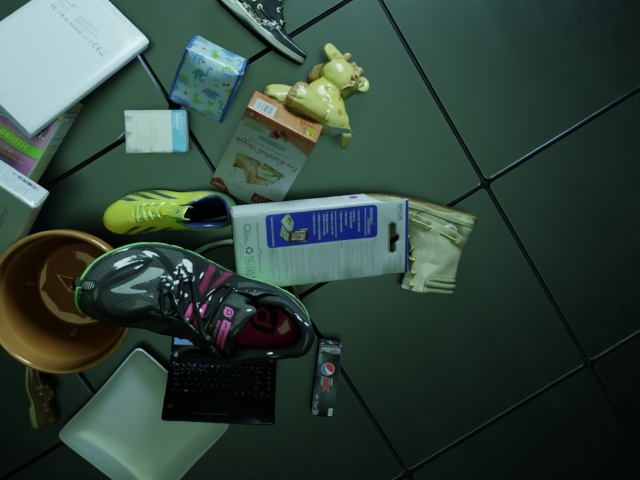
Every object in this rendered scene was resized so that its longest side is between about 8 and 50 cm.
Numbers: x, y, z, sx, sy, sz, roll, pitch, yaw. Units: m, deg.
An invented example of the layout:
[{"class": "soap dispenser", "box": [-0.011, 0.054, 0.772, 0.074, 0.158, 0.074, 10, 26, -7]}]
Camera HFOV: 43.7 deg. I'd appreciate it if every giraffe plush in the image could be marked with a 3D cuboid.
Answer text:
[{"class": "giraffe plush", "box": [0.009, -0.311, 1.669, 0.210, 0.181, 0.170, 17, 71, 24]}]

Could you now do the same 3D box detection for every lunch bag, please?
[{"class": "lunch bag", "box": [-0.238, -0.332, 1.675, 0.129, 0.096, 0.151, 25, 125, -7]}]

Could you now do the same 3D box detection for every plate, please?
[{"class": "plate", "box": [-0.394, 0.421, 1.803, 0.278, 0.045, 0.277, 42, 93, -9]}]

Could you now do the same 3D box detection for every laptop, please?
[{"class": "laptop", "box": [-0.205, 0.239, 1.686, 0.235, 0.264, 0.136, 4, 135, -4]}]

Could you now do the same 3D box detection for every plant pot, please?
[{"class": "plant pot", "box": [-0.520, 0.108, 1.666, 0.291, 0.203, 0.290, -1, 100, -4]}]

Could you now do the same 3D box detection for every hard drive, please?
[{"class": "hard drive", "box": [-0.531, -0.374, 1.590, 0.210, 0.040, 0.318, 44, 65, -3]}]

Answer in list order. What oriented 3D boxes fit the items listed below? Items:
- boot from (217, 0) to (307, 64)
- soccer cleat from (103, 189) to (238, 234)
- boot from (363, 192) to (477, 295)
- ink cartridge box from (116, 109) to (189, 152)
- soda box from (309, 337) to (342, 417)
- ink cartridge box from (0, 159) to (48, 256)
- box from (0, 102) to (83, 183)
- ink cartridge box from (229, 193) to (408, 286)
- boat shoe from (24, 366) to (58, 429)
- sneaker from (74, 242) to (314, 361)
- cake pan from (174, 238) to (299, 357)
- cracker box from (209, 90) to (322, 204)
[{"class": "boot", "box": [-0.083, -0.500, 1.664, 0.236, 0.085, 0.178, 39, 92, -8]}, {"class": "soccer cleat", "box": [-0.320, -0.061, 1.695, 0.289, 0.121, 0.093, -4, 98, -4]}, {"class": "boot", "box": [0.196, 0.009, 1.760, 0.262, 0.095, 0.203, 13, 99, -10]}, {"class": "ink cartridge box", "box": [-0.352, -0.230, 1.681, 0.143, 0.092, 0.089, 0, 98, -5]}, {"class": "soda box", "box": [0.012, 0.310, 1.807, 0.053, 0.060, 0.168, 7, 99, -4]}, {"class": "ink cartridge box", "box": [-0.750, -0.078, 1.610, 0.330, 0.071, 0.324, 37, 129, -9]}, {"class": "box", "box": [-0.654, -0.236, 1.646, 0.214, 0.117, 0.243, 32, 95, -8]}, {"class": "ink cartridge box", "box": [0.000, 0.000, 1.688, 0.371, 0.069, 0.175, -5, 114, -6]}, {"class": "boat shoe", "box": [-0.616, 0.331, 1.767, 0.060, 0.064, 0.177, -4, 105, -9]}, {"class": "sneaker", "box": [-0.221, 0.124, 1.534, 0.483, 0.202, 0.185, 12, 93, -23]}, {"class": "cake pan", "box": [-0.194, 0.138, 1.769, 0.293, 0.054, 0.293, -1, 99, -4]}, {"class": "cracker box", "box": [-0.116, -0.176, 1.660, 0.156, 0.067, 0.232, 27, 133, -7]}]
